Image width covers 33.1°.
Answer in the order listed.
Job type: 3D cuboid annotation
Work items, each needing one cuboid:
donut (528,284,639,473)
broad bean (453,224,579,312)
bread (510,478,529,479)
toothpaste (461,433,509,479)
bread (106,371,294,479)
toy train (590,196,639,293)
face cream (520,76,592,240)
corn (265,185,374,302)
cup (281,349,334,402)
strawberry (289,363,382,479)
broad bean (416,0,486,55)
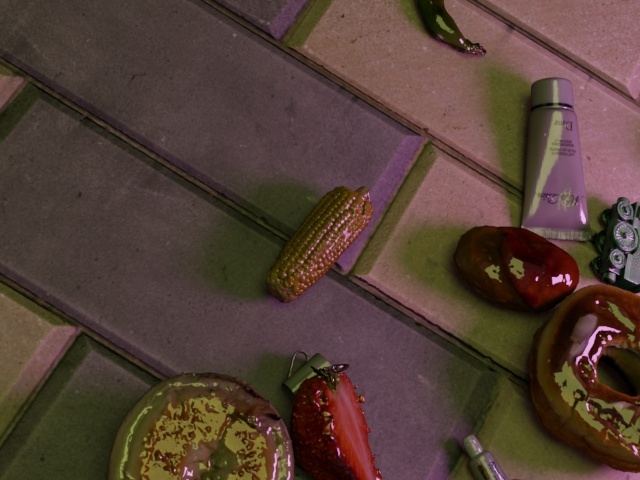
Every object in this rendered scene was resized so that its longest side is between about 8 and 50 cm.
[{"bbox_3d":[0.510,0.250,1.895,0.330,0.160,0.330,9,57,-13],"label":"donut"},{"bbox_3d":[0.354,0.046,1.943,0.228,0.122,0.156,23,68,-8],"label":"broad bean"},{"bbox_3d":[0.375,0.442,1.834,0.103,0.049,0.062,8,48,-9],"label":"bread"},{"bbox_3d":[0.313,0.445,1.827,0.067,0.037,0.255,-28,80,-15],"label":"toothpaste"},{"bbox_3d":[-0.185,0.359,1.675,0.305,0.159,0.306,3,69,-8],"label":"bread"},{"bbox_3d":[0.578,0.006,2.040,0.104,0.071,0.178,22,67,-13],"label":"toy train"},{"bbox_3d":[0.447,-0.154,2.072,0.143,0.089,0.314,3,80,-12],"label":"face cream"},{"bbox_3d":[0.000,0.000,1.892,0.097,0.097,0.262,40,69,4],"label":"corn"},{"bbox_3d":[-0.024,0.227,1.815,0.083,0.054,0.075,-36,109,-20],"label":"cup"},{"bbox_3d":[0.011,0.325,1.765,0.106,0.175,0.236,-15,76,24],"label":"strawberry"},{"bbox_3d":[0.257,-0.505,2.174,0.144,0.049,0.292,3,71,-19],"label":"broad bean"}]
